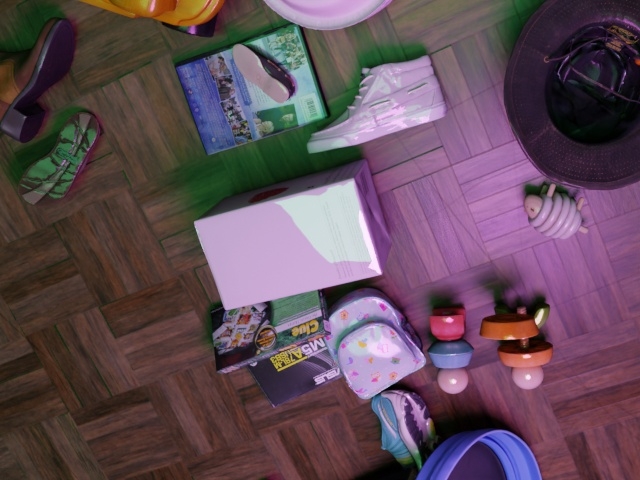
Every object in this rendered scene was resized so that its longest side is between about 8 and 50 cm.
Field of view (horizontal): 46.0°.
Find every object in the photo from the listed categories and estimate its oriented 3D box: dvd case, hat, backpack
[{"bbox_3d":[-0.126,-0.277,1.393,0.252,0.022,0.181,-15,104,15],"label":"dvd case"},{"bbox_3d":[0.437,-0.249,1.238,0.331,0.134,0.332,0,94,-2],"label":"hat"},{"bbox_3d":[0.093,0.191,1.441,0.165,0.144,0.188,-31,92,10],"label":"backpack"}]

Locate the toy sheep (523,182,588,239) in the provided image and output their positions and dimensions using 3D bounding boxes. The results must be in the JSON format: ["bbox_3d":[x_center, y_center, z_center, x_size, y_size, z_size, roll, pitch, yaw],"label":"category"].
[{"bbox_3d":[0.419,-0.046,1.336,0.132,0.091,0.091,24,111,-4],"label":"toy sheep"}]

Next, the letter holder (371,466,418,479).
[{"bbox_3d":[0.122,0.621,1.528,0.214,0.152,0.301,49,131,-9],"label":"letter holder"}]

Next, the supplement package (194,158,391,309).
[{"bbox_3d":[-0.042,-0.013,1.345,0.292,0.177,0.175,-14,104,14],"label":"supplement package"}]

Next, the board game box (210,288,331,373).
[{"bbox_3d":[-0.102,0.158,1.469,0.259,0.030,0.136,-23,58,26],"label":"board game box"}]

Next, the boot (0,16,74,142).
[{"bbox_3d":[-0.626,-0.365,1.441,0.280,0.096,0.264,35,119,6],"label":"boot"}]

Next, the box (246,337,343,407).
[{"bbox_3d":[-0.063,0.226,1.536,0.190,0.045,0.184,-27,99,18],"label":"box"}]

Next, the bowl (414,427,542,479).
[{"bbox_3d":[0.290,0.548,1.422,0.077,0.391,0.391,0,112,46],"label":"bowl"}]

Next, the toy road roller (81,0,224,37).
[{"bbox_3d":[-0.308,-0.469,1.245,0.329,0.240,0.203,19,110,4],"label":"toy road roller"}]

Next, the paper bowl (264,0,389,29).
[{"bbox_3d":[0.005,-0.483,1.210,0.284,0.148,0.284,8,117,17],"label":"paper bowl"}]

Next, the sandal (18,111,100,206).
[{"bbox_3d":[-0.508,-0.159,1.489,0.090,0.060,0.219,33,97,-8],"label":"sandal"}]

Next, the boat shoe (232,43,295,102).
[{"bbox_3d":[-0.102,-0.302,1.348,0.133,0.042,0.049,42,130,-4],"label":"boat shoe"}]

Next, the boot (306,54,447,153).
[{"bbox_3d":[0.086,-0.243,1.337,0.258,0.095,0.124,-17,99,7],"label":"boot"}]

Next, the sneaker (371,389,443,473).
[{"bbox_3d":[0.184,0.417,1.541,0.110,0.107,0.275,-4,114,41],"label":"sneaker"}]

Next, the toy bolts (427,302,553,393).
[{"bbox_3d":[0.305,0.210,1.380,0.228,0.218,0.159,-4,94,19],"label":"toy bolts"}]
